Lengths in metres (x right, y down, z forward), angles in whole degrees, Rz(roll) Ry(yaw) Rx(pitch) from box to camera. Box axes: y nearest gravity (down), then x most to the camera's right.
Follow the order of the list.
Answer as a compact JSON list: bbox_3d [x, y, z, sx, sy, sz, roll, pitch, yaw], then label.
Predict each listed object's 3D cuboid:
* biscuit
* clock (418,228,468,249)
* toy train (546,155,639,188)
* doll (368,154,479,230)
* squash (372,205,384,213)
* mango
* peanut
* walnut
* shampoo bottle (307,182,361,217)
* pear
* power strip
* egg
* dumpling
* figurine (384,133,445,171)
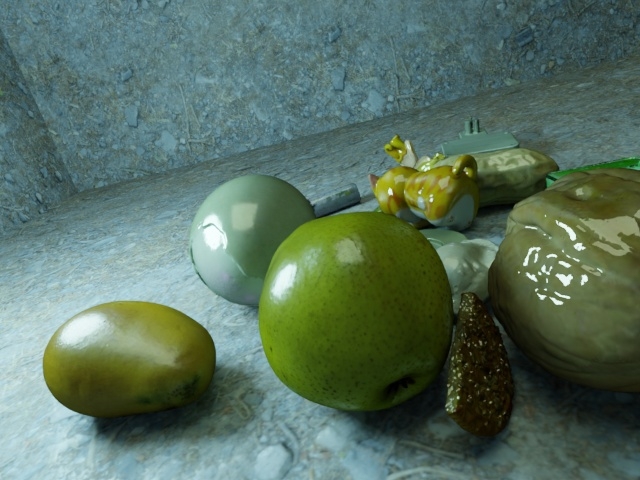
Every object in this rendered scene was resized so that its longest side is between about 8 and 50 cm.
[{"bbox_3d":[0.211,0.163,0.594,0.025,0.126,0.206,-31,19,38],"label":"biscuit"},{"bbox_3d":[0.212,0.037,1.027,0.235,0.029,0.235,-15,21,6],"label":"clock"},{"bbox_3d":[0.606,-0.100,0.969,0.243,0.132,0.188,-10,14,14],"label":"toy train"},{"bbox_3d":[0.257,-0.108,1.143,0.269,0.162,0.166,3,-11,44],"label":"doll"},{"bbox_3d":[0.206,-0.091,1.309,0.183,0.052,0.052,-27,24,-34],"label":"squash"},{"bbox_3d":[-0.315,0.200,0.790,0.317,0.173,0.211,2,27,21],"label":"mango"},{"bbox_3d":[0.437,-0.157,1.186,0.313,0.152,0.152,-2,25,20],"label":"peanut"},{"bbox_3d":[0.363,0.044,0.600,0.252,0.277,0.313,12,11,-16],"label":"walnut"},{"bbox_3d":[0.020,-0.119,1.465,0.214,0.072,0.072,-21,23,-14],"label":"shampoo bottle"},{"bbox_3d":[0.048,0.100,0.668,0.294,0.294,0.294,-13,22,5],"label":"pear"},{"bbox_3d":[0.520,-0.320,1.544,0.229,0.141,0.261,-8,26,15],"label":"power strip"},{"bbox_3d":[-0.142,0.005,0.997,0.278,0.278,0.336,-11,20,11],"label":"egg"},{"bbox_3d":[0.258,0.064,0.823,0.136,0.118,0.199,9,53,49],"label":"dumpling"},{"bbox_3d":[0.298,-0.209,1.351,0.246,0.156,0.131,40,62,16],"label":"figurine"}]
